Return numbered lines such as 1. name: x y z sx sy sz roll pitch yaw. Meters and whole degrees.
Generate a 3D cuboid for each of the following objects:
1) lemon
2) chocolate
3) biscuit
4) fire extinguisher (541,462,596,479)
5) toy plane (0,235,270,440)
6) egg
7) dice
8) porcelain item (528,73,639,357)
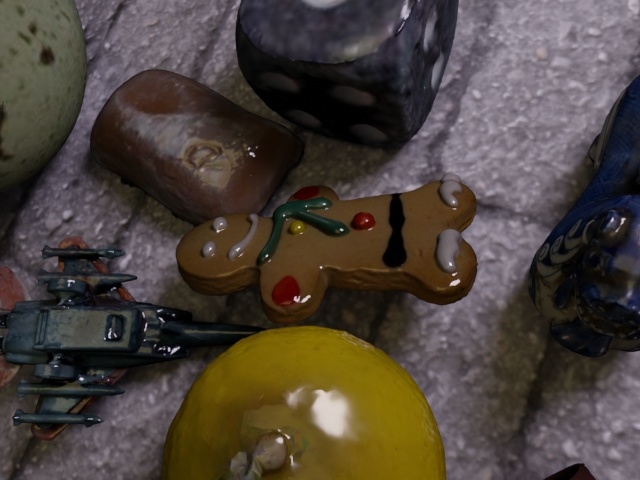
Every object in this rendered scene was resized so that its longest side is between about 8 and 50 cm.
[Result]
1. lemon: -0.017 0.186 0.471 0.241 0.219 0.240 -5 69 13
2. chocolate: -0.164 -0.118 0.670 0.261 0.083 0.161 27 81 21
3. biscuit: 0.000 0.000 0.558 0.302 0.049 0.197 -4 33 13
4. fire extinguisher: 0.255 0.348 0.410 0.141 0.105 0.341 -33 68 -1
5. toy plane: -0.212 0.097 0.609 0.327 0.104 0.222 -3 73 14
6. egg: -0.423 -0.228 0.659 0.288 0.287 0.379 -12 75 11
7. dice: 0.033 -0.213 0.593 0.182 0.183 0.181 18 81 20
8. porcelain item: 0.276 -0.039 0.478 0.138 0.186 0.288 32 83 22
